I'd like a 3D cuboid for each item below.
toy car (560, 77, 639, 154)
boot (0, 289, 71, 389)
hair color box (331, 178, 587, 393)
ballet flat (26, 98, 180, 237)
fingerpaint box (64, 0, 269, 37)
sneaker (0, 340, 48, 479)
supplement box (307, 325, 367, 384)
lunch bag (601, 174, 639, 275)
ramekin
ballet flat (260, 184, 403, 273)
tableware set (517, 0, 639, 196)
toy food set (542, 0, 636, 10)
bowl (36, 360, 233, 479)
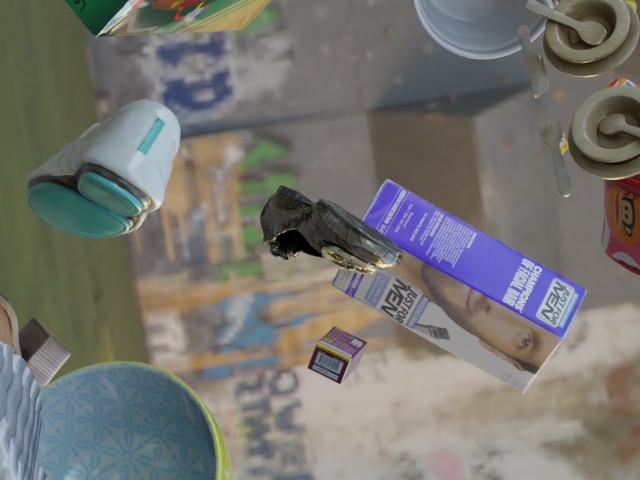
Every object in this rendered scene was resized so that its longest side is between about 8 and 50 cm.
[{"bbox_3d":[0.310,-0.139,1.844,0.040,0.122,0.060,48,3,-30],"label":"toy car"},{"bbox_3d":[-0.496,0.154,2.212,0.109,0.220,0.283,38,-8,48],"label":"boot"},{"bbox_3d":[0.202,0.071,2.446,0.110,0.339,0.185,-60,176,-34],"label":"hair color box"},{"bbox_3d":[-0.242,-0.085,1.920,0.400,0.139,0.139,166,-85,-69],"label":"ballet flat"},{"bbox_3d":[-0.248,-0.432,1.779,0.445,0.163,0.371,49,21,7],"label":"fingerpaint box"},{"bbox_3d":[-0.294,0.189,1.369,0.281,0.115,0.105,95,-2,-46],"label":"sneaker"},{"bbox_3d":[0.023,0.160,2.292,0.083,0.055,0.043,-36,149,-66],"label":"supplement box"},{"bbox_3d":[0.408,-0.032,1.494,0.258,0.293,0.120,-151,-125,-62],"label":"lunch bag"},{"bbox_3d":[0.219,-0.361,2.245,0.109,0.207,0.207,-101,-177,-67],"label":"ramekin"},{"bbox_3d":[0.000,0.000,1.359,0.084,0.058,0.250,35,-4,-20],"label":"ballet flat"},{"bbox_3d":[0.239,-0.141,1.405,0.039,0.128,0.194,52,23,-55],"label":"tableware set"},{"bbox_3d":[0.348,-0.324,2.047,0.218,0.071,0.128,-22,89,-54],"label":"toy food set"},{"bbox_3d":[-0.200,0.285,1.691,0.156,0.289,0.289,49,24,-53],"label":"bowl"}]
